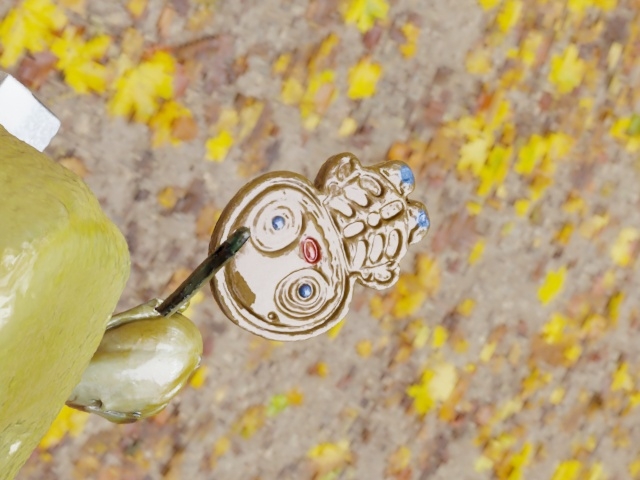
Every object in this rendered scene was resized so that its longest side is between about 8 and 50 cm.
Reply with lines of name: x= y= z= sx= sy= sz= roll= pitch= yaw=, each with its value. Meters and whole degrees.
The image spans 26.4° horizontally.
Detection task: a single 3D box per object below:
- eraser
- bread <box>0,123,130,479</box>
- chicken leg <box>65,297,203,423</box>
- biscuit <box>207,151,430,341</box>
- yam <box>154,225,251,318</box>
eraser: x=-0.448 y=-0.168 z=1.570 sx=0.098 sy=0.404 sz=0.096 roll=-56 pitch=132 yaw=-10
bread: x=-0.225 y=0.054 z=0.762 sx=0.270 sy=0.148 sz=0.270 roll=-58 pitch=171 yaw=-14
chicken leg: x=-0.388 y=0.194 z=2.045 sx=0.429 sy=0.152 sz=0.201 roll=-6 pitch=130 yaw=-14
biscuit: x=0.000 y=0.000 z=0.977 sx=0.175 sy=0.026 sz=0.124 roll=-28 pitch=105 yaw=-19
yam: x=-0.081 y=0.023 z=0.938 sx=0.014 sy=0.014 sz=0.107 roll=-5 pitch=150 yaw=-50
